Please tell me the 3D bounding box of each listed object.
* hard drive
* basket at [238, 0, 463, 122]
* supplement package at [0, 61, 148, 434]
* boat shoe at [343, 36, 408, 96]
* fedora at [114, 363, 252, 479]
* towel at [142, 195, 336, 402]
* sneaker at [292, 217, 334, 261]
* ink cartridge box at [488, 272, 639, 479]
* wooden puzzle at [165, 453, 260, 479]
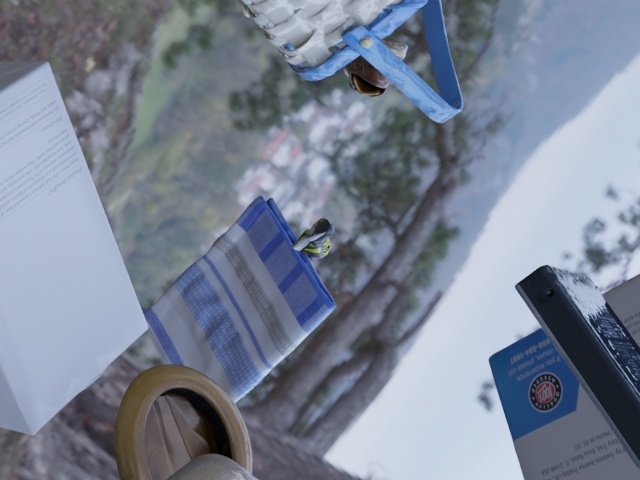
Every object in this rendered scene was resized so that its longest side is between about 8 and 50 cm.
[{"bbox_3d":[0.158,0.076,0.633,0.022,0.135,0.094,-39,158,17],"label":"hard drive"},{"bbox_3d":[0.034,-0.274,1.210,0.201,0.289,0.254,-35,-137,30],"label":"basket"},{"bbox_3d":[-0.316,0.003,1.137,0.177,0.175,0.293,-45,129,-44],"label":"supplement package"},{"bbox_3d":[0.054,-0.200,1.444,0.178,0.064,0.060,-169,-84,-81],"label":"boat shoe"},{"bbox_3d":[-0.160,0.230,1.308,0.079,0.194,0.194,-21,-164,41],"label":"fedora"},{"bbox_3d":[-0.123,0.099,1.713,0.285,0.209,0.034,-43,153,23],"label":"towel"},{"bbox_3d":[0.000,0.000,1.387,0.031,0.035,0.083,-55,-169,-24],"label":"sneaker"},{"bbox_3d":[0.275,0.185,0.876,0.129,0.307,0.223,3,153,-38],"label":"ink cartridge box"},{"bbox_3d":[-0.116,0.344,1.142,0.322,0.080,0.348,-39,133,8],"label":"wooden puzzle"}]
